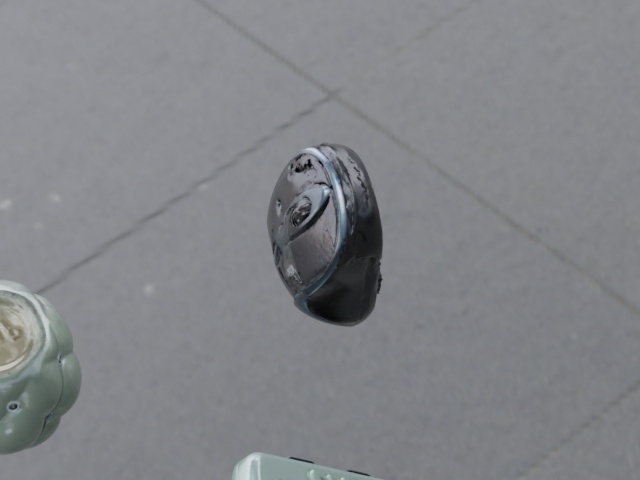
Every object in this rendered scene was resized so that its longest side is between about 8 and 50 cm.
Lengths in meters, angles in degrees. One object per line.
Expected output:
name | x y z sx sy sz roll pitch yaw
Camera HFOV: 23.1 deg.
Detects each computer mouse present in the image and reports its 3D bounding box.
computer mouse | 0.000 0.000 1.523 0.096 0.233 0.137 -18 62 -11

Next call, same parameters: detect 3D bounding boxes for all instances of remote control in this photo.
remote control | 0.026 0.314 1.727 0.056 0.296 0.140 -40 48 31

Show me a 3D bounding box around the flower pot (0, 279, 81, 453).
flower pot | -0.446 0.173 2.121 0.246 0.195 0.246 6 57 -9
